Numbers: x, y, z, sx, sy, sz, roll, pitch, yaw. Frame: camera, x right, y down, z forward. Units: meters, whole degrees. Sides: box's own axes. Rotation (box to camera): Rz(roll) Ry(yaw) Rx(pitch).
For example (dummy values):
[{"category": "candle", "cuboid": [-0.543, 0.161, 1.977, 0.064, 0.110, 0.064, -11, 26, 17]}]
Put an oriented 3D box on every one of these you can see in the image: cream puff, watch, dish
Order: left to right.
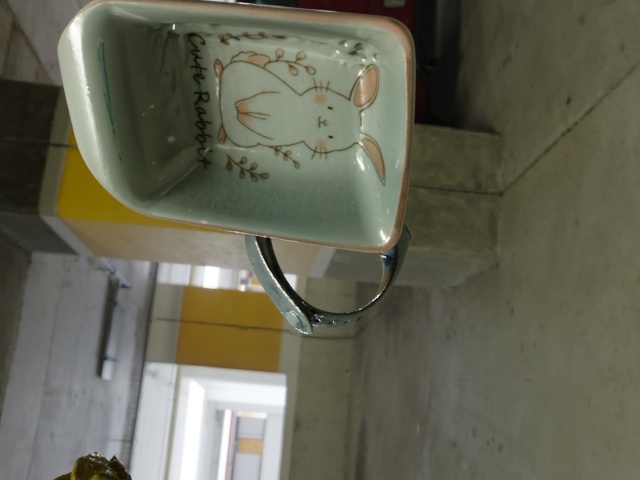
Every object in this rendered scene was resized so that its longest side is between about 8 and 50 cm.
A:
[{"category": "cream puff", "cuboid": [-0.133, 0.173, 0.437, 0.083, 0.083, 0.058, -49, -9, 6]}, {"category": "dish", "cuboid": [-0.053, -0.085, 0.455, 0.064, 0.234, 0.154, -66, -19, -52]}, {"category": "watch", "cuboid": [0.000, 0.000, 0.855, 0.193, 0.206, 0.068, -38, -9, -29]}]
